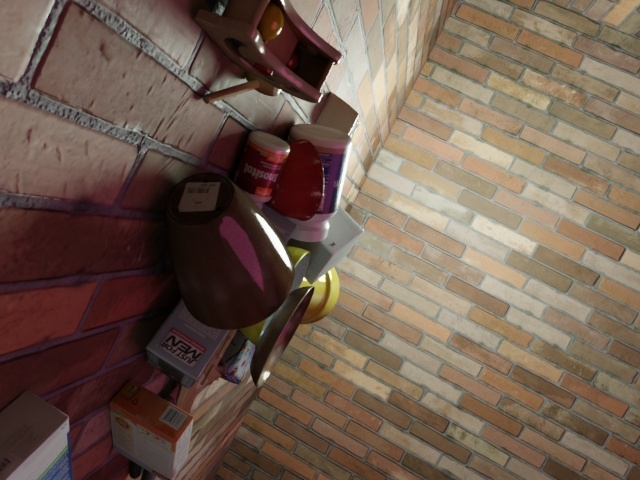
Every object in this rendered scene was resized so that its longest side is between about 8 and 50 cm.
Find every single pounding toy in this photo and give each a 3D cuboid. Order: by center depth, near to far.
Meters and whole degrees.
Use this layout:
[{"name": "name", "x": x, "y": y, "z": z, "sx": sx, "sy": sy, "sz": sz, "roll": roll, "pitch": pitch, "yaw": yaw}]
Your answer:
[{"name": "pounding toy", "x": -0.074, "y": -0.237, "z": 0.677, "sx": 0.155, "sy": 0.154, "sz": 0.269, "roll": -63, "pitch": 172, "yaw": 3}]

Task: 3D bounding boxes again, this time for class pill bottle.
[{"name": "pill bottle", "x": -0.124, "y": -0.131, "z": 0.957, "sx": 0.152, "sy": 0.086, "sz": 0.086, "roll": -66, "pitch": 171, "yaw": 23}, {"name": "pill bottle", "x": -0.020, "y": -0.139, "z": 1.193, "sx": 0.153, "sy": 0.153, "sz": 0.265, "roll": -47, "pitch": 152, "yaw": -62}]

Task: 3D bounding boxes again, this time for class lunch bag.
[{"name": "lunch bag", "x": -0.254, "y": 0.315, "z": 1.527, "sx": 0.243, "sy": 0.114, "sz": 0.303, "roll": -62, "pitch": 172, "yaw": -22}]

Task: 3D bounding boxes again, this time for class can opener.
[{"name": "can opener", "x": -0.420, "y": 0.512, "z": 1.243, "sx": 0.095, "sy": 0.075, "sz": 0.284, "roll": -49, "pitch": 165, "yaw": -57}]

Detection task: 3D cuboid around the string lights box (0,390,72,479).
[{"name": "string lights box", "x": -0.421, "y": 0.343, "z": 0.669, "sx": 0.133, "sy": 0.076, "sz": 0.260, "roll": -52, "pitch": 166, "yaw": -52}]

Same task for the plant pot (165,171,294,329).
[{"name": "plant pot", "x": -0.167, "y": 0.002, "z": 0.815, "sx": 0.215, "sy": 0.215, "sz": 0.231, "roll": -58, "pitch": 156, "yaw": -28}]

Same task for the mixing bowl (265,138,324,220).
[{"name": "mixing bowl", "x": -0.081, "y": -0.130, "z": 1.057, "sx": 0.098, "sy": 0.181, "sz": 0.182, "roll": -5, "pitch": 134, "yaw": -32}]

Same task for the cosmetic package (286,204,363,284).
[{"name": "cosmetic package", "x": 0.000, "y": 0.000, "z": 1.437, "sx": 0.151, "sy": 0.151, "sz": 0.184, "roll": -34, "pitch": 166, "yaw": -38}]

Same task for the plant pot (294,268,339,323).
[{"name": "plant pot", "x": -0.095, "y": 0.151, "z": 1.587, "sx": 0.254, "sy": 0.253, "sz": 0.239, "roll": -63, "pitch": 157, "yaw": 5}]

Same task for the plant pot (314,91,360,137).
[{"name": "plant pot", "x": 0.054, "y": -0.335, "z": 1.373, "sx": 0.109, "sy": 0.096, "sz": 0.109, "roll": -63, "pitch": 173, "yaw": 2}]

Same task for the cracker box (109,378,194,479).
[{"name": "cracker box", "x": -0.354, "y": 0.405, "z": 1.016, "sx": 0.067, "sy": 0.155, "sz": 0.232, "roll": -55, "pitch": 170, "yaw": -47}]

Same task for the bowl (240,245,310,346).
[{"name": "bowl", "x": -0.160, "y": 0.123, "z": 1.315, "sx": 0.290, "sy": 0.156, "sz": 0.289, "roll": -60, "pitch": 171, "yaw": -15}]

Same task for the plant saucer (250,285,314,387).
[{"name": "plant saucer", "x": -0.110, "y": 0.252, "z": 1.327, "sx": 0.311, "sy": 0.050, "sz": 0.311, "roll": -61, "pitch": 172, "yaw": -14}]

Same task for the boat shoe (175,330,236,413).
[{"name": "boat shoe", "x": -0.294, "y": 0.326, "z": 1.242, "sx": 0.109, "sy": 0.098, "sz": 0.303, "roll": -118, "pitch": -132, "yaw": -70}]

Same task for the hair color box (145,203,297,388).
[{"name": "hair color box", "x": -0.205, "y": 0.111, "z": 1.021, "sx": 0.375, "sy": 0.113, "sz": 0.185, "roll": -58, "pitch": -176, "yaw": -28}]
